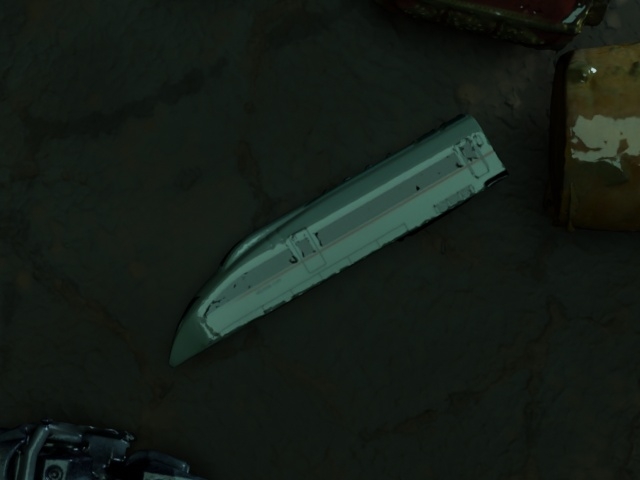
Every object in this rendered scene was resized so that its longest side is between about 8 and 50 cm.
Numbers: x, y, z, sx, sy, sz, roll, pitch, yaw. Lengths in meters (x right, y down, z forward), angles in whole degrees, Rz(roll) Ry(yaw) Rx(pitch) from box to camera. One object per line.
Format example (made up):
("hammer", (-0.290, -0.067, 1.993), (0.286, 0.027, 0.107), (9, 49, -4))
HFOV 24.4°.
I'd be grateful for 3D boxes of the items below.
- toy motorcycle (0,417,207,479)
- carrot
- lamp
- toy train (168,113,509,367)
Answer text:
("toy motorcycle", (-0.243, 0.238, 1.513), (0.270, 0.159, 0.106), (9, 85, -1))
("carrot", (0.406, -0.114, 1.527), (0.341, 0.224, 0.224), (-1, 88, 4))
("lamp", (0.172, -0.300, 1.540), (0.274, 0.177, 0.177), (15, 88, -2))
("toy train", (0.000, 0.000, 1.566), (0.407, 0.086, 0.088), (-30, 91, -3))
